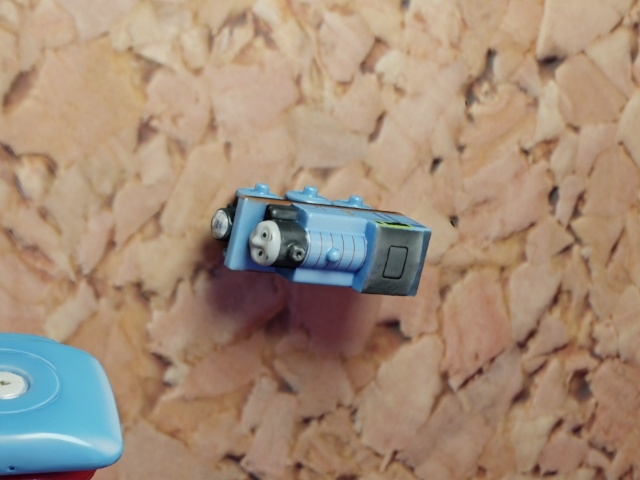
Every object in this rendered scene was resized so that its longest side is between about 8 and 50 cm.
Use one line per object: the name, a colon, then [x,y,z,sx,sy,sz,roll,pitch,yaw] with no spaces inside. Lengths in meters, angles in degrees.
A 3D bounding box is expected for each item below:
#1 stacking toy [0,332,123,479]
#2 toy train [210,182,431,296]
stacking toy: [-0.255,0.237,1.354,0.175,0.165,0.301,-2,118,-16]
toy train: [0.000,0.000,1.452,0.184,0.105,0.080,7,101,-34]
